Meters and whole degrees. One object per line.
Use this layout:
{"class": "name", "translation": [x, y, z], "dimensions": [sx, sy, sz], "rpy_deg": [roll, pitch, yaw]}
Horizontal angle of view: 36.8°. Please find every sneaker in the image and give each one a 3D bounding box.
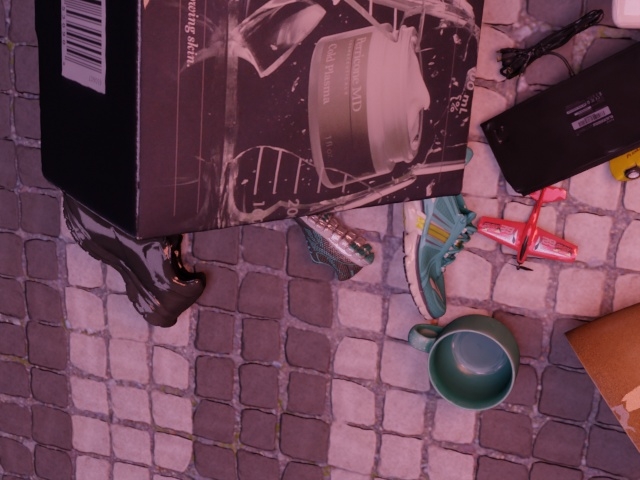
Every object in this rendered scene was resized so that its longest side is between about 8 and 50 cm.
{"class": "sneaker", "translation": [-0.300, 0.003, 1.581], "dimensions": [0.130, 0.109, 0.286], "rpy_deg": [-38, 101, 19]}
{"class": "sneaker", "translation": [0.174, -0.012, 1.405], "dimensions": [0.110, 0.107, 0.275], "rpy_deg": [1, 107, 9]}
{"class": "sneaker", "translation": [0.000, 0.000, 1.489], "dimensions": [0.166, 0.065, 0.076], "rpy_deg": [42, 119, 5]}

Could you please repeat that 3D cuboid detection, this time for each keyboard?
{"class": "keyboard", "translation": [0.347, -0.200, 1.277], "dimensions": [0.317, 0.033, 0.201], "rpy_deg": [-25, 89, 40]}

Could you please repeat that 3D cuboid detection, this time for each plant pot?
{"class": "plant pot", "translation": [0.501, 0.160, 1.295], "dimensions": [0.254, 0.237, 0.237], "rpy_deg": [-33, 94, 9]}

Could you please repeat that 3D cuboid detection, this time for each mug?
{"class": "mug", "translation": [0.225, 0.165, 1.441], "dimensions": [0.129, 0.097, 0.157], "rpy_deg": [-33, 93, 25]}

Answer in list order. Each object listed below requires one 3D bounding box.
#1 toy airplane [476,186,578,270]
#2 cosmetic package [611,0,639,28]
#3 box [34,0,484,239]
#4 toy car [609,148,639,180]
{"class": "toy airplane", "translation": [0.304, -0.026, 1.392], "dimensions": [0.151, 0.028, 0.151], "rpy_deg": [7, 107, 22]}
{"class": "cosmetic package", "translation": [0.527, -0.404, 1.031], "dimensions": [0.394, 0.329, 0.327], "rpy_deg": [3, 108, 17]}
{"class": "box", "translation": [-0.067, -0.289, 1.162], "dimensions": [0.297, 0.472, 0.479], "rpy_deg": [27, 119, 49]}
{"class": "toy car", "translation": [0.490, -0.174, 1.236], "dimensions": [0.053, 0.239, 0.224], "rpy_deg": [16, 88, -27]}
